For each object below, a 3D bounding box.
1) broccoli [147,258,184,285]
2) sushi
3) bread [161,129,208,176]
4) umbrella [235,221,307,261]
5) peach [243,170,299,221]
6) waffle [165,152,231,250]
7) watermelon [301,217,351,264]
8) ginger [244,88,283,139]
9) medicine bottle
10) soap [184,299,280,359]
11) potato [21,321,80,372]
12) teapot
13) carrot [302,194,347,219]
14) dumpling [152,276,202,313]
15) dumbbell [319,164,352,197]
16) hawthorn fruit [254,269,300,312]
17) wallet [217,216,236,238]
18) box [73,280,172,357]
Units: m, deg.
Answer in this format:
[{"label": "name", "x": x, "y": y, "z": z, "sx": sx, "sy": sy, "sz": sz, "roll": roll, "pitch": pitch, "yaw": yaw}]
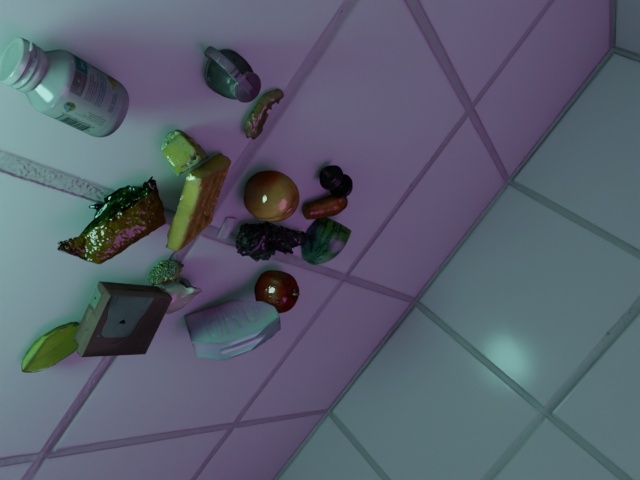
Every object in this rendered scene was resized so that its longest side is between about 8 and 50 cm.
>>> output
[{"label": "broccoli", "x": -0.488, "y": 0.103, "z": 1.459, "sx": 0.092, "sy": 0.095, "sz": 0.096, "roll": 101, "pitch": 3, "yaw": -67}, {"label": "sushi", "x": -0.530, "y": -0.046, "z": 1.199, "sx": 0.287, "sy": 0.149, "sz": 0.140, "roll": -37, "pitch": 111, "yaw": -19}, {"label": "bread", "x": -0.372, "y": -0.236, "z": 1.231, "sx": 0.103, "sy": 0.156, "sz": 0.110, "roll": -41, "pitch": 105, "yaw": -5}, {"label": "umbrella", "x": -0.168, "y": 0.013, "z": 1.693, "sx": 0.154, "sy": 0.128, "sz": 0.337, "roll": -57, "pitch": 149, "yaw": 9}, {"label": "peach", "x": -0.155, "y": -0.141, "z": 1.501, "sx": 0.184, "sy": 0.184, "sz": 0.184, "roll": -30, "pitch": 143, "yaw": -26}, {"label": "waffle", "x": -0.344, "y": -0.110, "z": 1.312, "sx": 0.221, "sy": 0.055, "sz": 0.247, "roll": -68, "pitch": -176, "yaw": -63}, {"label": "watermelon", "x": -0.002, "y": 0.001, "z": 1.903, "sx": 0.231, "sy": 0.128, "sz": 0.146, "roll": -49, "pitch": 129, "yaw": 5}, {"label": "ginger", "x": -0.170, "y": -0.376, "z": 1.357, "sx": 0.173, "sy": 0.051, "sz": 0.069, "roll": -51, "pitch": 150, "yaw": 7}, {"label": "medicine bottle", "x": -0.519, "y": -0.310, "z": 0.940, "sx": 0.135, "sy": 0.135, "sz": 0.215, "roll": -54, "pitch": 147, "yaw": 8}, {"label": "soap", "x": -0.317, "y": 0.322, "z": 1.706, "sx": 0.324, "sy": 0.193, "sz": 0.109, "roll": -16, "pitch": 137, "yaw": -18}, {"label": "potato", "x": -0.777, "y": 0.302, "z": 1.344, "sx": 0.198, "sy": 0.054, "sz": 0.119, "roll": -44, "pitch": 147, "yaw": -4}, {"label": "teapot", "x": -0.217, "y": -0.422, "z": 1.165, "sx": 0.116, "sy": 0.146, "sz": 0.148, "roll": -31, "pitch": 143, "yaw": -24}, {"label": "carrot", "x": 0.020, "y": -0.128, "z": 1.801, "sx": 0.193, "sy": 0.087, "sz": 0.087, "roll": -25, "pitch": 140, "yaw": -31}, {"label": "dumpling", "x": -0.490, "y": 0.189, "z": 1.535, "sx": 0.176, "sy": 0.092, "sz": 0.150, "roll": -33, "pitch": 155, "yaw": -27}, {"label": "dumbbell", "x": 0.060, "y": -0.220, "z": 1.735, "sx": 0.099, "sy": 0.099, "sz": 0.208, "roll": -52, "pitch": 147, "yaw": 5}, {"label": "hawthorn fruit", "x": -0.159, "y": 0.204, "z": 1.823, "sx": 0.179, "sy": 0.201, "sz": 0.179, "roll": 5, "pitch": 84, "yaw": -62}, {"label": "wallet", "x": -0.316, "y": -0.043, "z": 1.562, "sx": 0.044, "sy": 0.011, "sz": 0.083, "roll": 3, "pitch": 122, "yaw": -50}, {"label": "box", "x": -0.586, "y": 0.233, "z": 1.374, "sx": 0.215, "sy": 0.086, "sz": 0.215, "roll": 15, "pitch": 107, "yaw": -53}]
